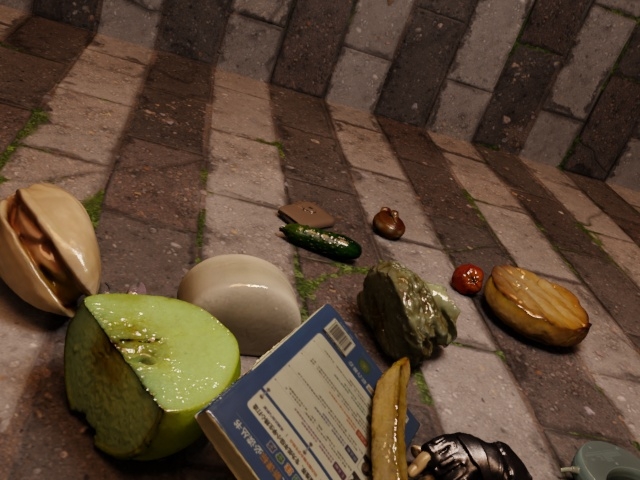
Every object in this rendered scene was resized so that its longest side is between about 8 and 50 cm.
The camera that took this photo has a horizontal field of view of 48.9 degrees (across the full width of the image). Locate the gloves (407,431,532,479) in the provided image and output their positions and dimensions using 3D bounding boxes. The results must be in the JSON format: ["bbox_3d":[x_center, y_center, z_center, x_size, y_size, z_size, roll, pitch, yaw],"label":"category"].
[{"bbox_3d":[0.238,0.396,1.212,0.203,0.124,0.164,12,8,-34],"label":"gloves"}]

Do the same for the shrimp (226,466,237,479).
[{"bbox_3d":[-0.078,0.329,1.158,0.117,0.066,0.262,34,40,-6],"label":"shrimp"}]

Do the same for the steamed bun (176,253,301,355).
[{"bbox_3d":[-0.155,0.122,1.385,0.241,0.164,0.146,9,27,-20],"label":"steamed bun"}]

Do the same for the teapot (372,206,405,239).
[{"bbox_3d":[0.207,-0.059,2.096,0.098,0.078,0.129,13,26,-15],"label":"teapot"}]

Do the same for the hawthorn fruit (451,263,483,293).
[{"bbox_3d":[0.401,0.106,1.930,0.093,0.093,0.093,17,26,-8],"label":"hawthorn fruit"}]

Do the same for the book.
[{"bbox_3d":[0.007,0.299,1.155,0.300,0.039,0.428,54,30,2],"label":"book"}]

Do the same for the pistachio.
[{"bbox_3d":[-0.514,0.016,1.320,0.193,0.214,0.318,-34,58,-7],"label":"pistachio"}]

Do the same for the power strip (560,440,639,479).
[{"bbox_3d":[0.564,0.459,1.391,0.216,0.044,0.137,5,29,-30],"label":"power strip"}]

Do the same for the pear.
[{"bbox_3d":[-0.254,0.216,1.143,0.292,0.159,0.292,19,27,-10],"label":"pear"}]

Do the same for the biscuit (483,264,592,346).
[{"bbox_3d":[0.572,0.178,1.879,0.296,0.102,0.296,20,25,-10],"label":"biscuit"}]

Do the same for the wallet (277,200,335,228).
[{"bbox_3d":[-0.040,-0.070,1.987,0.118,0.039,0.152,37,32,27],"label":"wallet"}]

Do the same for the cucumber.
[{"bbox_3d":[0.000,0.000,1.849,0.227,0.069,0.069,18,26,0],"label":"cucumber"}]

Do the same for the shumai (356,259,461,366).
[{"bbox_3d":[0.216,0.154,1.569,0.218,0.189,0.256,5,35,-26],"label":"shumai"}]

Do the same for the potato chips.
[{"bbox_3d":[0.121,0.340,1.170,0.080,0.057,0.407,50,26,-31],"label":"potato chips"}]

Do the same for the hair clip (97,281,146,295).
[{"bbox_3d":[-0.368,0.147,1.309,0.146,0.056,0.187,-17,47,-42],"label":"hair clip"}]
